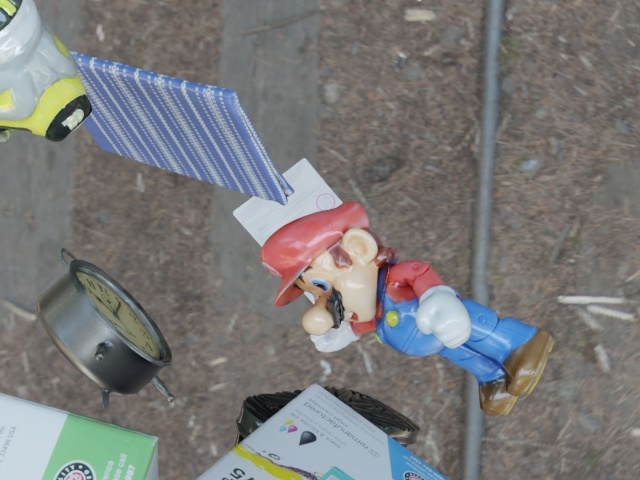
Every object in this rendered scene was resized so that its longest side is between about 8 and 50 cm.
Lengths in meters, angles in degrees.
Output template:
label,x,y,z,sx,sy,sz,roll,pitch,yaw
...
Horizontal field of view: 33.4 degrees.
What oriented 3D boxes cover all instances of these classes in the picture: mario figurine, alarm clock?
label,x,y,z,sx,sy,sz,roll,pitch,yaw
mario figurine,0.071,0.093,1.142,0.320,0.170,0.198,29,119,6
alarm clock,-0.208,0.071,0.987,0.064,0.129,0.192,-40,47,6

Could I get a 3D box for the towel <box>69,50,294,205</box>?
label,x,y,z,sx,sy,sz,roll,pitch,yaw
towel,-0.208,-0.160,1.413,0.335,0.243,0.040,17,67,27

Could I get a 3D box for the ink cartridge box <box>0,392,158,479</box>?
label,x,y,z,sx,sy,sz,roll,pitch,yaw
ink cartridge box,-0.211,0.156,0.546,0.219,0.093,0.160,16,60,1

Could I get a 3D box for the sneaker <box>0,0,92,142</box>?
label,x,y,z,sx,sy,sz,roll,pitch,yaw
sneaker,-0.354,-0.157,1.024,0.145,0.147,0.384,-46,32,-18

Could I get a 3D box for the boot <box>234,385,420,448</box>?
label,x,y,z,sx,sy,sz,roll,pitch,yaw
boot,-0.028,0.346,1.505,0.131,0.347,0.260,33,108,44

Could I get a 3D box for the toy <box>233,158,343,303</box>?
label,x,y,z,sx,sy,sz,roll,pitch,yaw
toy,0.000,0.000,1.573,0.137,0.056,0.237,-36,105,15

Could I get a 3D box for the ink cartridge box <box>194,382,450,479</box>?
label,x,y,z,sx,sy,sz,roll,pitch,yaw
ink cartridge box,-0.028,0.310,1.018,0.198,0.270,0.197,34,119,15
